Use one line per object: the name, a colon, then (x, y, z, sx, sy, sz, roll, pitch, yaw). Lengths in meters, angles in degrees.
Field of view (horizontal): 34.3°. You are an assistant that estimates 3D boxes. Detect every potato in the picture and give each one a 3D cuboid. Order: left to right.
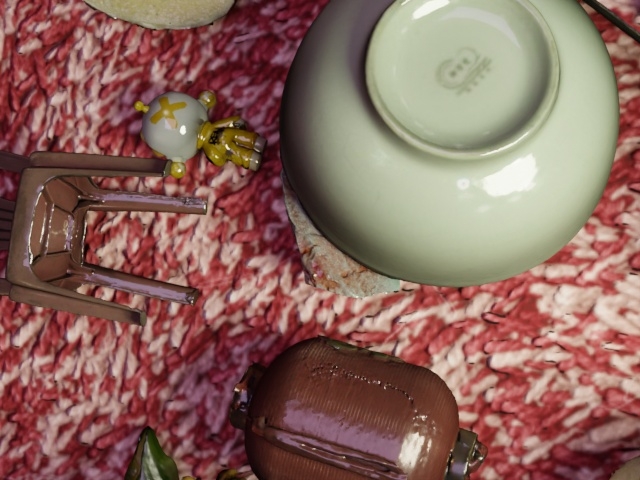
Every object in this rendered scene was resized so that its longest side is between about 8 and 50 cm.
potato: (-0.180, -0.336, 1.149, 0.202, 0.182, 0.117, 5, 44, 5)

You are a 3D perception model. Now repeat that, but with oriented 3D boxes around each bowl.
bowl: (0.129, -0.138, 1.005, 0.354, 0.185, 0.353, 0, 79, 2)

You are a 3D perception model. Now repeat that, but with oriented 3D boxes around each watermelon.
watermelon: (0.002, -0.001, 1.107, 0.081, 0.094, 0.180, -43, 62, 15)

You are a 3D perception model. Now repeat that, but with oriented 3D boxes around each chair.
chair: (-0.301, -0.014, 1.117, 0.327, 0.183, 0.175, 6, 87, 11)

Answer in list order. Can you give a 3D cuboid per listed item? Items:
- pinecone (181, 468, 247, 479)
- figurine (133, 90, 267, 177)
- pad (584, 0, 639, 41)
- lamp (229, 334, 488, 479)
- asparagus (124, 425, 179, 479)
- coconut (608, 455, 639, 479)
pinecone: (-0.090, 0.349, 0.950, 0.243, 0.243, 0.257, -49, 63, 5)
figurine: (-0.134, -0.114, 1.149, 0.143, 0.068, 0.101, 43, 78, 10)
pad: (0.252, -0.232, 0.991, 0.367, 0.248, 0.007, 41, 108, 11)
lamp: (0.035, 0.194, 1.036, 0.258, 0.180, 0.180, 16, 89, 13)
asparagus: (-0.153, 0.343, 1.118, 0.080, 0.080, 0.287, -29, 82, 8)
coconut: (0.396, 0.353, 0.880, 0.360, 0.346, 0.346, 36, 94, -9)
